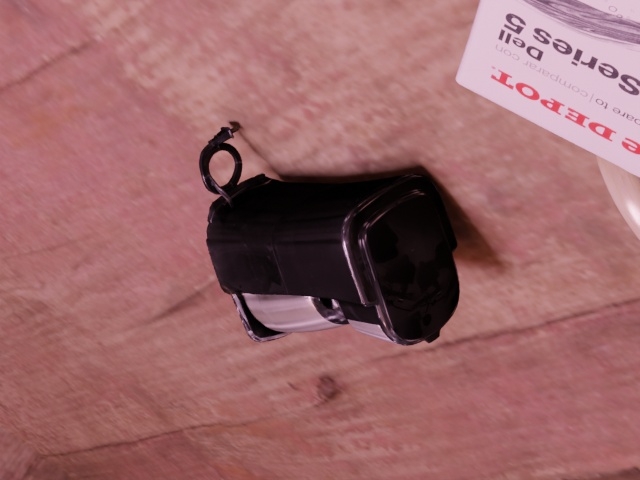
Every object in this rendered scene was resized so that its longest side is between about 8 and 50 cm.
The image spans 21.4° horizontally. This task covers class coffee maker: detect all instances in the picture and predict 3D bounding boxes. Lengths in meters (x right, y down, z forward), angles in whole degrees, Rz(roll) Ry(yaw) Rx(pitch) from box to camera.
[{"bbox_3d":[0.000,0.000,1.292,0.178,0.120,0.171,-3,136,50],"label":"coffee maker"}]

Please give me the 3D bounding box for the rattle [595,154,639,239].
[{"bbox_3d":[0.214,-0.079,0.970,0.200,0.130,0.142,60,142,4],"label":"rattle"}]

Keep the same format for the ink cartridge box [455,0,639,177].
[{"bbox_3d":[0.195,-0.140,0.823,0.198,0.115,0.273,29,155,9],"label":"ink cartridge box"}]
